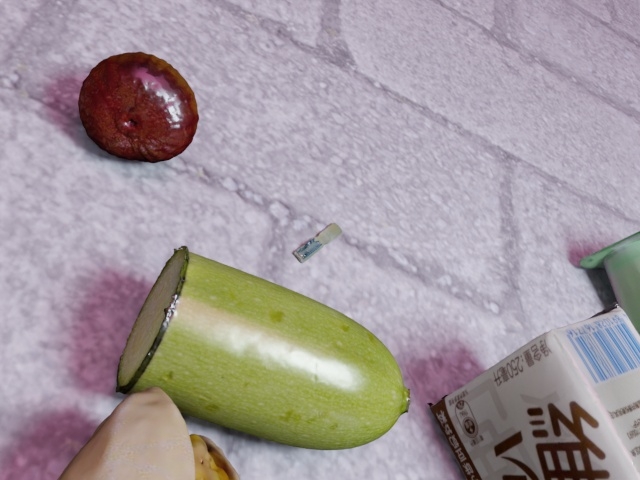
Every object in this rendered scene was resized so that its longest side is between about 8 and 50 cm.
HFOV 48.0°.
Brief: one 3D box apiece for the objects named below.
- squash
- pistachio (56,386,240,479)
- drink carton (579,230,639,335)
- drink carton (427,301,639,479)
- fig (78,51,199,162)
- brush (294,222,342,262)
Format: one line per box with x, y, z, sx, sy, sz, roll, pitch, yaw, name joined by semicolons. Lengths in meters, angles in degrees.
-0.037;0.110;0.625;0.247;0.132;0.133;25;46;-17;squash
-0.127;0.213;0.480;0.157;0.157;0.230;26;42;-14;pistachio
0.472;0.069;0.998;0.144;0.146;0.143;1;64;-33;drink carton
0.263;0.246;0.669;0.132;0.194;0.325;-9;62;-36;drink carton
-0.197;-0.137;0.754;0.119;0.153;0.119;-5;101;-29;fig
0.000;0.000;0.819;0.016;0.013;0.083;45;42;8;brush
